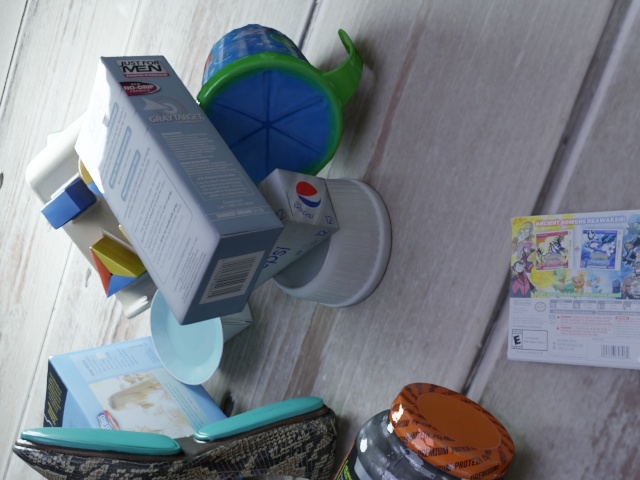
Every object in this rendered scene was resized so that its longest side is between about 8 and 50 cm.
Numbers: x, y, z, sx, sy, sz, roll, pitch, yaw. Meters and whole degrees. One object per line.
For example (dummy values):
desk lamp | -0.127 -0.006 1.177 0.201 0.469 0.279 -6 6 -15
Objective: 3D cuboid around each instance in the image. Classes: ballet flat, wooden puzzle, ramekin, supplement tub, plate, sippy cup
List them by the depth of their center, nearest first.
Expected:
supplement tub | 0.104 0.369 1.245 0.207 0.207 0.338 44 117 41
ballet flat | -0.196 0.344 1.396 0.164 0.483 0.182 177 90 -69
ramekin | 0.000 0.000 1.482 0.207 0.109 0.207 -8 79 47
sippy cup | -0.096 -0.231 1.530 0.224 0.305 0.240 -105 21 -52
plate | -0.225 0.154 1.633 0.188 0.024 0.188 8 103 40
wooden puzzle | -0.363 -0.046 1.663 0.322 0.080 0.348 -30 95 41

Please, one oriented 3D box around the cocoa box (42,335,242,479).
cocoa box | -0.315 0.361 1.653 0.347 0.231 0.228 41 129 43

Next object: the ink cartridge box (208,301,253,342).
ink cartridge box | -0.223 0.084 1.726 0.158 0.092 0.218 -37 58 38

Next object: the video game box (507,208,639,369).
video game box | 0.325 0.059 1.164 0.205 0.048 0.187 -2 85 47

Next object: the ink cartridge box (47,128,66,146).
ink cartridge box | -0.375 -0.154 1.842 0.278 0.201 0.117 -2 84 47

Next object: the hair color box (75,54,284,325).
hair color box | -0.216 -0.082 1.379 0.374 0.113 0.185 54 135 28

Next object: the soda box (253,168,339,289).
soda box | -0.106 0.004 1.443 0.286 0.098 0.091 -36 60 39
